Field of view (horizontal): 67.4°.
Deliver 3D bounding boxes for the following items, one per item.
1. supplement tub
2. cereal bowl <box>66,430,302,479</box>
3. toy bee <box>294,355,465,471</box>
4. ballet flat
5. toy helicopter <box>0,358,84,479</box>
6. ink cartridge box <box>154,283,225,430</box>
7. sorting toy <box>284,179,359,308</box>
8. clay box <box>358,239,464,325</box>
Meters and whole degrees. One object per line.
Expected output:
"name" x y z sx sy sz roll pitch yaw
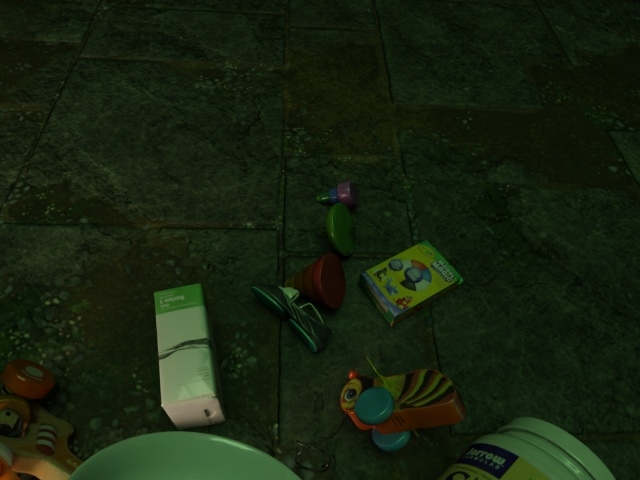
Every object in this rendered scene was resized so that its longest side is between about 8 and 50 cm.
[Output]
"supplement tub" 0.264 0.447 0.706 0.331 0.241 0.241 -30 61 -29
"cereal bowl" -0.159 0.390 0.583 0.339 0.339 0.141 17 98 8
"toy bee" 0.098 0.285 0.871 0.299 0.195 0.162 -5 29 4
"ballet flat" -0.056 0.147 1.014 0.203 0.074 0.074 41 60 16
"toy helicopter" -0.439 0.343 0.752 0.355 0.235 0.140 34 83 2
"ink cartridge box" -0.241 0.217 0.888 0.093 0.160 0.219 -10 55 -10
"sorting toy" 0.000 0.000 1.128 0.126 0.127 0.365 -9 45 26
"clay box" 0.213 0.086 1.091 0.222 0.053 0.127 -26 60 -21
